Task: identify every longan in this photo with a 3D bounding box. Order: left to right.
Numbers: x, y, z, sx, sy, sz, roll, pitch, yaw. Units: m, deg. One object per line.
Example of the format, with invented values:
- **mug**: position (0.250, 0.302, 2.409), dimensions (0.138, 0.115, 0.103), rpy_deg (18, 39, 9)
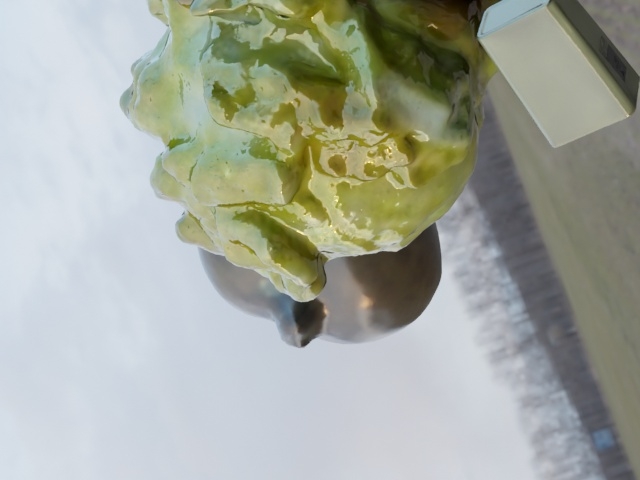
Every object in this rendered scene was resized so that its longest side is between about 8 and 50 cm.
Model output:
- **longan**: position (0.000, 0.000, 1.503), dimensions (0.243, 0.300, 0.300), rpy_deg (90, 169, -52)

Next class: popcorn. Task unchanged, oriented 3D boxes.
- **popcorn**: position (-0.012, -0.116, 1.000), dimensions (0.312, 0.312, 0.312), rpy_deg (-20, -90, -81)

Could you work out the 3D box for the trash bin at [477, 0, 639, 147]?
- **trash bin**: position (0.144, -0.109, 0.785), dimensions (0.092, 0.061, 0.043), rpy_deg (45, -139, -26)
